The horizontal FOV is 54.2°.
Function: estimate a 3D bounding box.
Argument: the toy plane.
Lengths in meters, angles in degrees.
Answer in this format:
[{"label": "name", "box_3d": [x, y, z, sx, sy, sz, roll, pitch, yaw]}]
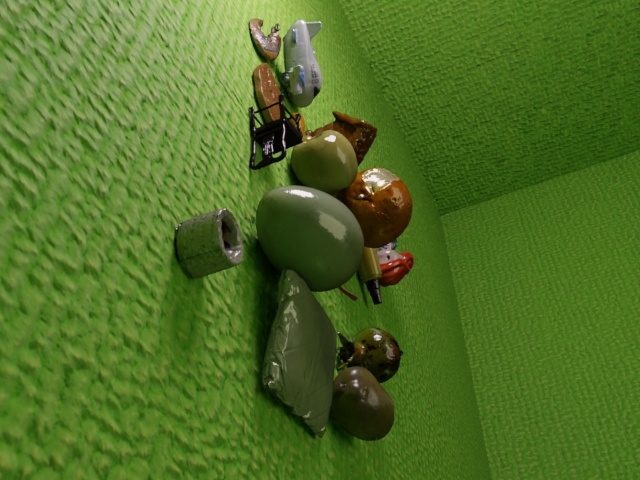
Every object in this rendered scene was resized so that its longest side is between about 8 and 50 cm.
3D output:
[{"label": "toy plane", "box_3d": [-0.057, -0.547, 1.948, 0.267, 0.122, 0.267, 4, 90, -81]}]

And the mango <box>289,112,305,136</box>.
[{"label": "mango", "box_3d": [-0.070, -0.342, 1.897, 0.060, 0.046, 0.089, -1, 86, -69]}]

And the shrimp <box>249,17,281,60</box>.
[{"label": "shrimp", "box_3d": [-0.160, -0.618, 1.887, 0.132, 0.051, 0.187, 61, 24, -30]}]

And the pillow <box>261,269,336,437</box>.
[{"label": "pillow", "box_3d": [-0.041, 0.246, 1.345, 0.281, 0.076, 0.274, 56, 33, -47]}]

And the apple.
[{"label": "apple", "box_3d": [0.013, -0.223, 1.788, 0.200, 0.200, 0.200, -19, 90, -72]}]

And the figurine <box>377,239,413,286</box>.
[{"label": "figurine", "box_3d": [0.246, 0.047, 2.235, 0.208, 0.181, 0.257, 102, -14, -67]}]

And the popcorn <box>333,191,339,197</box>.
[{"label": "popcorn", "box_3d": [0.053, -0.147, 2.020, 0.084, 0.084, 0.084, -19, 90, -72]}]

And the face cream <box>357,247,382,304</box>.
[{"label": "face cream", "box_3d": [0.158, 0.079, 2.082, 0.078, 0.078, 0.273, 25, 49, -66]}]

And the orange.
[{"label": "orange", "box_3d": [0.160, -0.101, 1.896, 0.240, 0.240, 0.240, -19, 90, -72]}]

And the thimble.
[{"label": "thimble", "box_3d": [-0.197, 0.005, 1.114, 0.115, 0.090, 0.102, -80, 150, -59]}]

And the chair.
[{"label": "chair", "box_3d": [-0.113, -0.248, 1.581, 0.113, 0.106, 0.229, 45, 33, -50]}]

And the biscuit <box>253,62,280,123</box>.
[{"label": "biscuit", "box_3d": [-0.145, -0.405, 1.759, 0.142, 0.029, 0.221, 36, 38, -58]}]

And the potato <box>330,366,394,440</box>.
[{"label": "potato", "box_3d": [0.099, 0.399, 1.520, 0.154, 0.137, 0.200, 46, -5, 46]}]

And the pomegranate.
[{"label": "pomegranate", "box_3d": [0.132, 0.302, 1.686, 0.220, 0.156, 0.156, 39, 36, -51]}]

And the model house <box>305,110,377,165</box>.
[{"label": "model house", "box_3d": [0.082, -0.310, 2.023, 0.199, 0.229, 0.220, 25, 49, -58]}]

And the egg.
[{"label": "egg", "box_3d": [-0.030, -0.010, 1.412, 0.295, 0.218, 0.218, 39, 35, -37]}]

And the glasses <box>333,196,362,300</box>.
[{"label": "glasses", "box_3d": [0.028, 0.027, 1.761, 0.234, 0.118, 0.268, -81, 157, -58]}]
